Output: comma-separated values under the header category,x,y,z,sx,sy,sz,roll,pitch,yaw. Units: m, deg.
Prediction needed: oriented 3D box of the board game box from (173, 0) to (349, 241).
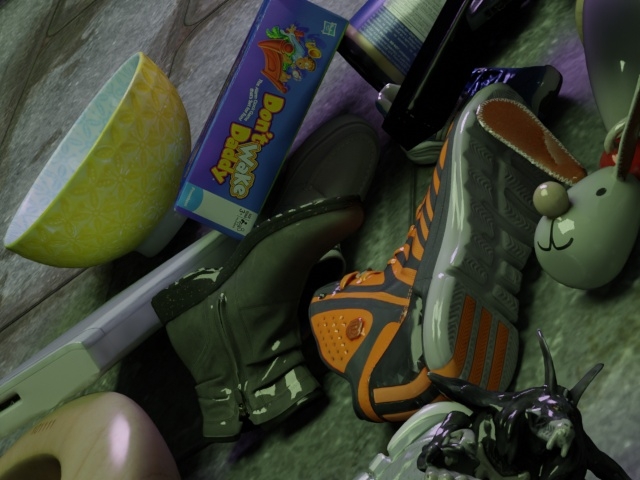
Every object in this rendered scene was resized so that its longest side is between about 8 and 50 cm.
category,x,y,z,sx,sy,sz,roll,pitch,yaw
board game box,-0.066,-0.143,1.528,0.347,0.078,0.233,-109,44,-80

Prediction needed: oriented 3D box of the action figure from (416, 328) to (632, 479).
category,x,y,z,sx,sy,sz,roll,pitch,yaw
action figure,0.112,0.188,0.897,0.275,0.164,0.141,-63,11,-8

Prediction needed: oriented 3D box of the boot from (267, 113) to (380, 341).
category,x,y,z,sx,sy,sz,roll,pitch,yaw
boot,0.000,0.000,1.418,0.258,0.095,0.123,-59,32,-3

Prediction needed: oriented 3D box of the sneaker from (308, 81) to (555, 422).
category,x,y,z,sx,sy,sz,roll,pitch,yaw
sneaker,0.082,0.010,1.217,0.180,0.124,0.321,-21,37,42

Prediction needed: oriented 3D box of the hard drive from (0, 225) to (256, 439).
category,x,y,z,sx,sy,sz,roll,pitch,yaw
hard drive,-0.221,0.096,1.493,0.233,0.047,0.353,-32,4,30

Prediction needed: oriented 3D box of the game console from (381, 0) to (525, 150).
category,x,y,z,sx,sy,sz,roll,pitch,yaw
game console,0.145,-0.194,1.185,0.213,0.044,0.361,-62,7,-10

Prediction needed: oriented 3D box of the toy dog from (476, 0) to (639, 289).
category,x,y,z,sx,sy,sz,roll,pitch,yaw
toy dog,0.231,-0.139,1.145,0.220,0.161,0.333,-30,31,32

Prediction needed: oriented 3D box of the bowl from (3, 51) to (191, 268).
category,x,y,z,sx,sy,sz,roll,pitch,yaw
bowl,-0.239,-0.067,1.767,0.289,0.156,0.289,-48,18,20

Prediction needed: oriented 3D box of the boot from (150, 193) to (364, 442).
category,x,y,z,sx,sy,sz,roll,pitch,yaw
boot,-0.031,0.075,1.307,0.246,0.161,0.083,-33,-15,28

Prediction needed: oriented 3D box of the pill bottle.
category,x,y,z,sx,sy,sz,roll,pitch,yaw
pill bottle,0.127,-0.240,1.497,0.219,0.123,0.123,-46,26,5

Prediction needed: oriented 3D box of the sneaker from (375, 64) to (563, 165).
category,x,y,z,sx,sy,sz,roll,pitch,yaw
sneaker,0.135,-0.127,1.374,0.211,0.081,0.080,-16,39,47

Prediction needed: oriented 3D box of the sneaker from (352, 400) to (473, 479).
category,x,y,z,sx,sy,sz,roll,pitch,yaw
sneaker,0.055,0.219,1.018,0.228,0.086,0.132,-51,28,-7

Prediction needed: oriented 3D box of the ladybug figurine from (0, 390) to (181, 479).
category,x,y,z,sx,sy,sz,roll,pitch,yaw
ladybug figurine,-0.238,0.338,1.215,0.305,0.162,0.449,-20,37,46
